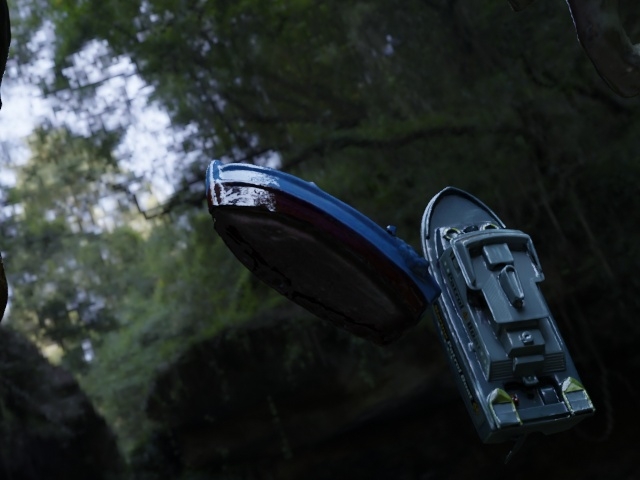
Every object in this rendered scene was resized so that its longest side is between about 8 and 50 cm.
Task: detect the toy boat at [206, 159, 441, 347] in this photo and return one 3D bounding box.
[{"bbox_3d":[0.000,0.000,1.011,0.223,0.097,0.100,34,-59,-11],"label":"toy boat"}]

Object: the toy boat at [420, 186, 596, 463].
[{"bbox_3d":[0.173,0.063,1.222,0.114,0.296,0.122,-6,-34,-18],"label":"toy boat"}]

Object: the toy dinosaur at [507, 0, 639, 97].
[{"bbox_3d":[0.083,-0.186,0.538,0.077,0.294,0.162,-20,-45,25],"label":"toy dinosaur"}]

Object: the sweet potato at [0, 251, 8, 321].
[{"bbox_3d":[-0.333,0.082,1.118,0.074,0.270,0.075,5,-29,3],"label":"sweet potato"}]

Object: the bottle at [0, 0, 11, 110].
[{"bbox_3d":[-0.295,-0.086,0.544,0.336,0.144,0.144,0,-16,21],"label":"bottle"}]
